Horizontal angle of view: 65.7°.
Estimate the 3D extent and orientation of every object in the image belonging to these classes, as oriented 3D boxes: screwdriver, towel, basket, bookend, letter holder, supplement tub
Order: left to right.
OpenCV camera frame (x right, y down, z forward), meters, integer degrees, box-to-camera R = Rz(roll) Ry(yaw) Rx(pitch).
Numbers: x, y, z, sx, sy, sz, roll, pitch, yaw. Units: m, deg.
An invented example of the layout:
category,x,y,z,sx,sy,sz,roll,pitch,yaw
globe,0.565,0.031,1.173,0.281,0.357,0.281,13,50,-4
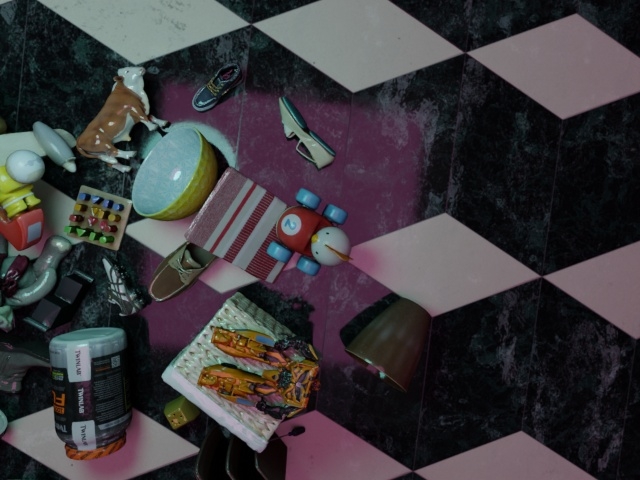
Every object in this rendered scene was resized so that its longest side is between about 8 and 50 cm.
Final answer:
category,x,y,z,sx,sy,sz,roll,pitch,yaw
bookend,-0.757,0.170,1.445,0.072,0.157,0.156,30,91,-3
supplement tub,-0.659,0.435,1.434,0.207,0.207,0.337,-4,92,-2
letter holder,-0.219,0.619,1.409,0.152,0.302,0.214,-36,93,-1
basket,-0.211,0.342,1.393,0.331,0.328,0.266,37,86,-3
towel,-0.200,-0.034,1.442,0.329,0.037,0.237,33,90,-36
screwdriver,-0.107,0.588,1.497,0.025,0.170,0.024,-11,78,41

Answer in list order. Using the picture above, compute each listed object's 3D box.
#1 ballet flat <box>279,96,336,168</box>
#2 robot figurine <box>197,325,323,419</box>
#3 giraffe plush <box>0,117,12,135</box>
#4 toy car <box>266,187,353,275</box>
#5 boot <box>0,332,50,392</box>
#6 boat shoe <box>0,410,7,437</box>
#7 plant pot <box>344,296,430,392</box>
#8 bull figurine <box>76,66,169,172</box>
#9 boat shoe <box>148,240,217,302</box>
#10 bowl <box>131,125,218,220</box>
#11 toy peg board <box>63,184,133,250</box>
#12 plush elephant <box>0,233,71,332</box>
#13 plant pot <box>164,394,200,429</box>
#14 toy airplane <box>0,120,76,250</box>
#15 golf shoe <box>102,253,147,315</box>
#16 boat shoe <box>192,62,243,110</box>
category,x,y,z,sx,sy,sz,roll,pitch,yaw
ballet flat,-0.058,-0.318,1.496,0.086,0.086,0.248,-42,94,0
robot figurine,-0.136,0.318,1.196,0.291,0.085,0.211,17,87,-5
giraffe plush,-0.973,-0.333,1.410,0.170,0.210,0.181,47,65,-8
toy car,0.000,0.000,1.404,0.210,0.238,0.219,27,92,-31
boot,-0.897,0.386,1.496,0.247,0.083,0.161,15,98,3
boat shoe,-1.059,0.486,1.473,0.302,0.114,0.091,46,129,9
plant pot,0.224,0.293,1.477,0.215,0.215,0.230,37,77,-3
bull figurine,-0.576,-0.356,1.459,0.188,0.101,0.310,37,90,-5
boat shoe,-0.391,0.059,1.474,0.123,0.116,0.324,45,90,-3
bowl,-0.388,-0.166,1.430,0.289,0.289,0.156,-54,136,0
toy peg board,-0.669,-0.067,1.478,0.161,0.079,0.160,17,92,-3
plush elephant,-0.915,0.120,1.387,0.272,0.255,0.329,17,92,-3
plant pot,-0.426,0.527,1.507,0.082,0.083,0.081,-30,93,-2
toy airplane,-0.831,-0.208,1.283,0.273,0.384,0.386,-2,66,25
golf shoe,-0.614,0.138,1.489,0.094,0.077,0.198,-31,92,0
boat shoe,-0.312,-0.460,1.474,0.183,0.083,0.065,-39,93,0
